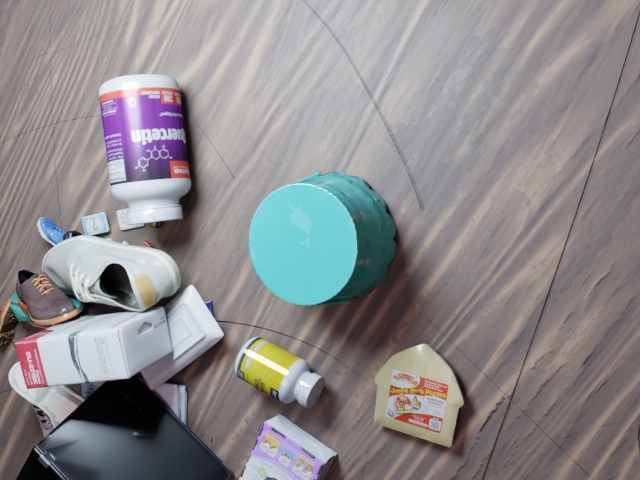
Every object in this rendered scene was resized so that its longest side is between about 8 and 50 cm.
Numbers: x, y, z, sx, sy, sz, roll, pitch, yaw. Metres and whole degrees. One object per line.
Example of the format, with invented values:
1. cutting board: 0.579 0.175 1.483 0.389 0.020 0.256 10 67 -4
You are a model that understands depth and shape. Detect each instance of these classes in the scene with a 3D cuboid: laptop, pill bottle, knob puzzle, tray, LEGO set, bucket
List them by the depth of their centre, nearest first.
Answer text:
1. bucket: 0.000 0.000 1.513 0.281 0.183 0.281 3 96 26
2. knob puzzle: 0.204 0.303 1.527 0.213 0.030 0.213 3 96 27
3. pill bottle: -0.088 0.291 1.629 0.184 0.103 0.103 24 105 23
4. pill bottle: -0.392 -0.202 1.689 0.181 0.181 0.323 -6 93 27
5. tray: -0.356 0.233 1.746 0.270 0.030 0.145 -38 80 26
6. laptop: -0.494 0.602 1.793 0.382 0.236 0.408 42 121 10
7. LEGO set: -0.485 0.015 1.827 0.244 0.060 0.183 -9 95 26

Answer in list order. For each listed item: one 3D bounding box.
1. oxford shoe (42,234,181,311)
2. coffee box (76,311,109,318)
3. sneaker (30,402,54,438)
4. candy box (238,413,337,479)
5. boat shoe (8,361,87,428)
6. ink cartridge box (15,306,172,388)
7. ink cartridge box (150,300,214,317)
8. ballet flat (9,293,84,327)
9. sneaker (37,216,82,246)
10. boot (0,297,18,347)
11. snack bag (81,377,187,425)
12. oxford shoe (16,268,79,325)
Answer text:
1. oxford shoe: -0.527 0.085 1.760 0.449 0.130 0.169 3 121 35
2. coffee box: -0.626 0.239 1.886 0.184 0.113 0.040 -29 79 27
3. sneaker: -0.729 0.441 1.970 0.085 0.086 0.237 -10 92 25
4. candy box: -0.080 0.518 1.665 0.164 0.070 0.196 30 107 21
5. boat shoe: -0.643 0.418 1.884 0.319 0.099 0.116 43 85 -1
6. ink cartridge box: -0.500 0.238 1.671 0.272 0.197 0.114 -10 97 19
7. ink cartridge box: -0.348 0.201 1.781 0.207 0.046 0.097 -7 93 27
8. ballet flat: -0.703 0.189 1.947 0.247 0.083 0.087 4 121 26
9. sneaker: -0.654 -0.014 1.903 0.084 0.058 0.152 -41 81 29
10. boot: -0.868 0.206 2.034 0.084 0.059 0.158 39 111 23
11. snack bag: -0.474 0.507 1.878 0.323 0.037 0.343 4 97 26
12. oxford shoe: -0.678 0.136 1.815 0.271 0.097 0.098 12 120 44
